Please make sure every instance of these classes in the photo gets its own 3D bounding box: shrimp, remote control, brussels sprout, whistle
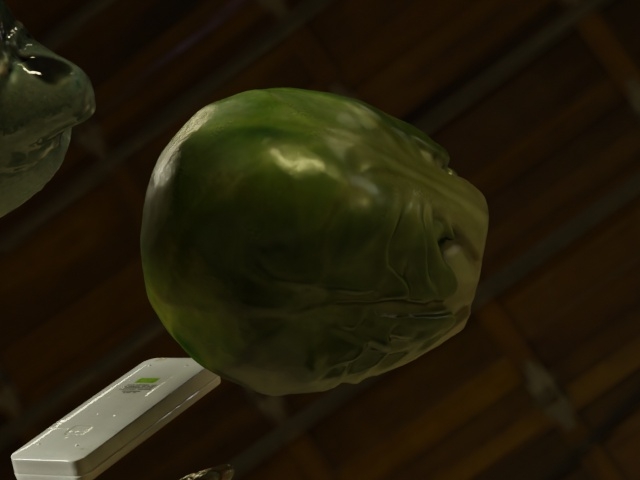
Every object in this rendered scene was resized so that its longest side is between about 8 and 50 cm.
[{"bbox_3d":[-0.166,0.283,2.030,0.180,0.041,0.099,-31,-3,-3],"label":"shrimp"},{"bbox_3d":[-0.208,0.183,2.033,0.103,0.034,0.250,-3,20,33],"label":"remote control"},{"bbox_3d":[-0.002,0.000,1.887,0.354,0.281,0.289,6,-55,-18],"label":"brussels sprout"},{"bbox_3d":[-0.382,-0.161,1.786,0.188,0.404,0.168,-43,-41,-16],"label":"whistle"}]
